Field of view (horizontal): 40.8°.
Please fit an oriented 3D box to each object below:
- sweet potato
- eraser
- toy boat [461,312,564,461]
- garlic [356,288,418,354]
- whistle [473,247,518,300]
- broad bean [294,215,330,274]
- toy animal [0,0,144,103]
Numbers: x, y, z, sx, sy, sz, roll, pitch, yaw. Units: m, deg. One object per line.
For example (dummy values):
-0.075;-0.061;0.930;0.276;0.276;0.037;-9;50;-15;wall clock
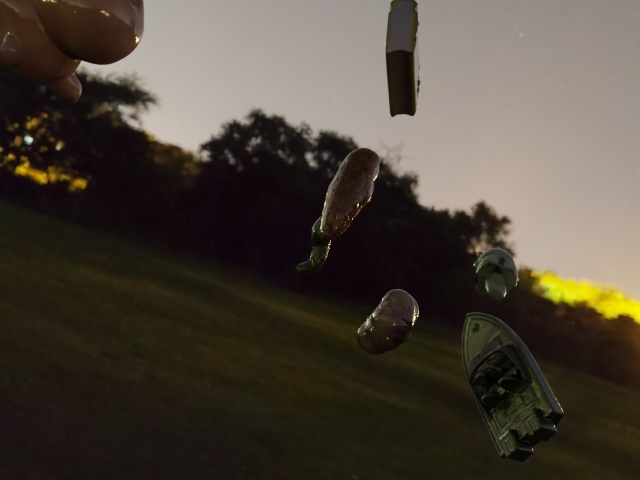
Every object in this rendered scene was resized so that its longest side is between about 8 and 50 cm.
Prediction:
0.062;-0.099;1.953;0.097;0.251;0.097;20;-25;10;sweet potato
0.185;-0.405;1.917;0.069;0.158;0.226;4;-30;9;eraser
0.334;0.252;1.600;0.092;0.141;0.319;20;32;-31;toy boat
0.154;0.187;1.896;0.102;0.159;0.147;39;0;4;garlic
0.410;0.082;2.014;0.110;0.092;0.244;21;24;2;whistle
0.000;0.000;2.291;0.070;0.213;0.048;28;-13;-5;broad bean
-0.511;-0.432;1.741;0.326;0.269;0.237;22;-4;29;toy animal
